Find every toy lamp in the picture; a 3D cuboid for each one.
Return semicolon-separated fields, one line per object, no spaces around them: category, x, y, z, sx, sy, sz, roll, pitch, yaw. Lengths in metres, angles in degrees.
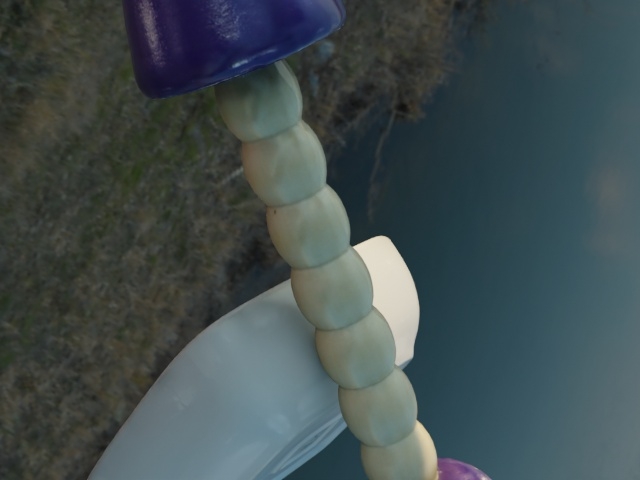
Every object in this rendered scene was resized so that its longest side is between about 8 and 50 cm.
toy lamp;0.000;0.000;0.382;0.080;0.080;0.275;-39;114;-41

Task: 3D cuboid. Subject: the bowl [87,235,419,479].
bowl;-0.021;0.070;0.461;0.142;0.053;0.142;-24;158;-47
